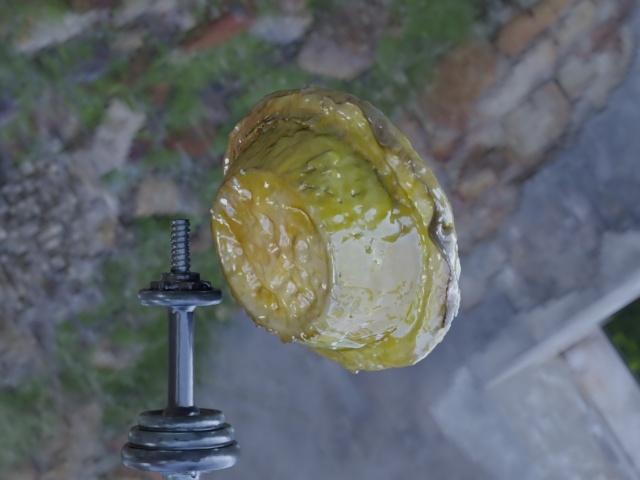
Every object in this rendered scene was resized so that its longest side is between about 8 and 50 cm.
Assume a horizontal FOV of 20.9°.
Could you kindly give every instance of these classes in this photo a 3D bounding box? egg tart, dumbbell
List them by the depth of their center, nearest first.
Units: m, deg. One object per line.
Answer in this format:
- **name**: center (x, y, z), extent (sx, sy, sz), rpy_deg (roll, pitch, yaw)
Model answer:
- **egg tart**: center (0.000, 0.000, 1.529), extent (0.118, 0.288, 0.288), rpy_deg (-24, 166, -41)
- **dumbbell**: center (-0.127, 0.108, 1.578), extent (0.110, 0.254, 0.110), rpy_deg (0, -179, 0)
